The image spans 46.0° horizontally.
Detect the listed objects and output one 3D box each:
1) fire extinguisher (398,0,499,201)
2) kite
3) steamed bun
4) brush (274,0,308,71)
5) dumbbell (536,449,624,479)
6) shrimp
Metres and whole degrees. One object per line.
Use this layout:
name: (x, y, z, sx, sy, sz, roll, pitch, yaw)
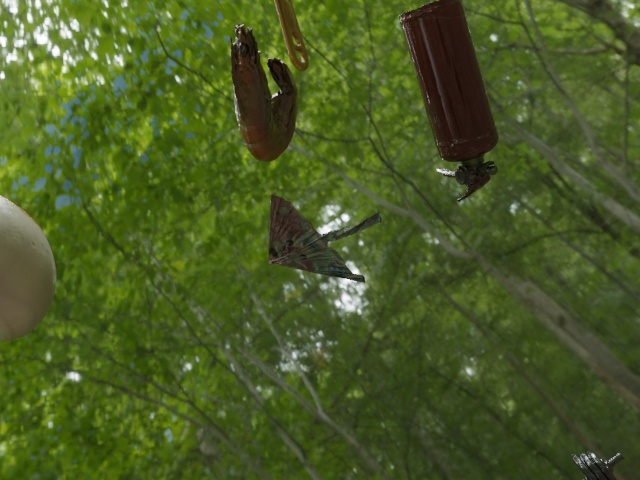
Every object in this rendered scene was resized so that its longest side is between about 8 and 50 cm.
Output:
fire extinguisher: (0.214, -0.222, 1.251, 0.106, 0.147, 0.337, -22, -77, -22)
kite: (0.000, 0.000, 0.738, 0.157, 0.011, 0.139, -22, -54, 38)
steamed bun: (-0.439, 0.017, 0.968, 0.145, 0.232, 0.232, -58, -42, -30)
brush: (-0.057, -0.340, 0.928, 0.013, 0.272, 0.103, -15, 0, 31)
dumbbell: (0.423, 0.424, 1.265, 0.208, 0.099, 0.099, -40, -50, 6)
shrimp: (-0.090, -0.238, 1.219, 0.150, 0.068, 0.248, -58, -30, -30)
